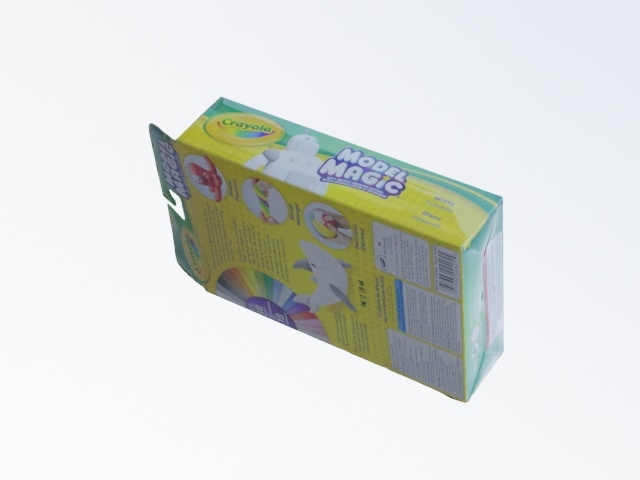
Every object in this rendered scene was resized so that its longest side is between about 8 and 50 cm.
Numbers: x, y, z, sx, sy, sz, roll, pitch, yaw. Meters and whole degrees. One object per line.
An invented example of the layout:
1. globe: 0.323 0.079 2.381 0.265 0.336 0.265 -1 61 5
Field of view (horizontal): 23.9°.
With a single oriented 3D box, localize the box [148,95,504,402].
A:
1. box: 0.000 0.000 0.716 0.179 0.043 0.105 20 -41 25
